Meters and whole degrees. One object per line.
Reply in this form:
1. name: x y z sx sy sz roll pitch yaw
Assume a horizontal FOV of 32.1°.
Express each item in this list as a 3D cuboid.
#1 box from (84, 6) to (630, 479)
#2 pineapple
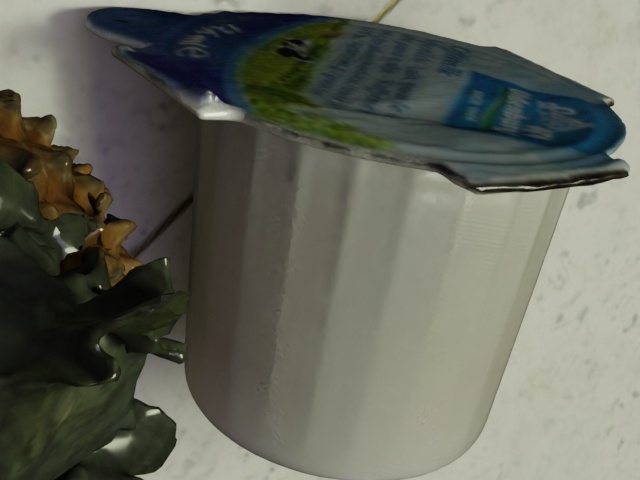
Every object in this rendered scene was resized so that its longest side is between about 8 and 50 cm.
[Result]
1. box: 0.000 0.000 0.616 0.291 0.262 0.206 11 113 5
2. pineapple: -0.151 0.033 0.436 0.223 0.357 0.222 -7 104 -31
